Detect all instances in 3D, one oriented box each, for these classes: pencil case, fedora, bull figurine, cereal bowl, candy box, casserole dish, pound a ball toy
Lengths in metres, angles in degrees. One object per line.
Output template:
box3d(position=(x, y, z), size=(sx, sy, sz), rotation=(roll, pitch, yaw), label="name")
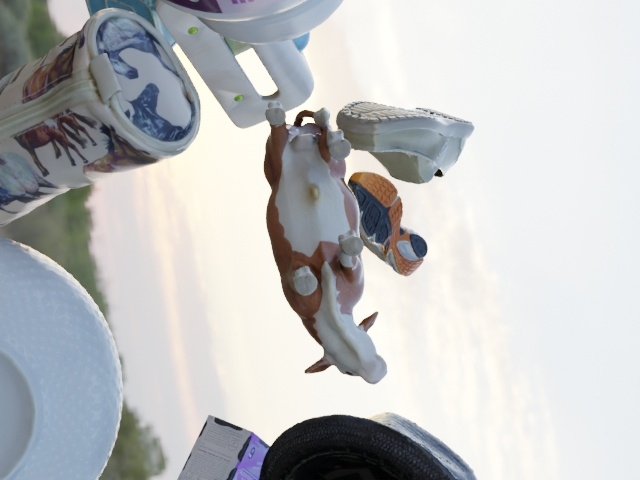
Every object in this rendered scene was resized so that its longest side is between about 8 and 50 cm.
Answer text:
box3d(position=(-0.316, -0.107, 1.444), size=(0.183, 0.410, 0.160), rotation=(-25, 95, -57), label="pencil case")
box3d(position=(0.090, 0.319, 1.564), size=(0.152, 0.334, 0.334), rotation=(-40, 130, -52), label="fedora")
box3d(position=(0.000, 0.000, 1.437), size=(0.188, 0.101, 0.310), rotation=(99, -23, -74), label="bull figurine")
box3d(position=(-0.356, 0.159, 1.322), size=(0.141, 0.339, 0.339), rotation=(-161, -119, -75), label="cereal bowl")
box3d(position=(-0.118, 0.332, 1.646), size=(0.196, 0.070, 0.165), rotation=(-65, 151, -17), label="candy box")
box3d(position=(-0.220, -0.265, 1.580), size=(0.188, 0.114, 0.037), rotation=(91, 19, -70), label="casserole dish")
box3d(position=(-0.116, -0.306, 1.582), size=(0.319, 0.136, 0.208), rotation=(57, 11, -58), label="pound a ball toy")

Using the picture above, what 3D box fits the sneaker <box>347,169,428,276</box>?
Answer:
box3d(position=(0.089, -0.036, 2.437), size=(0.121, 0.099, 0.262), rotation=(25, -23, 40), label="sneaker")

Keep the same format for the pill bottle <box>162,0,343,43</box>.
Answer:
box3d(position=(-0.057, -0.226, 0.771), size=(0.301, 0.169, 0.169), rotation=(59, 16, -72), label="pill bottle")

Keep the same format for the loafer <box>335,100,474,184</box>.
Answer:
box3d(position=(0.108, -0.118, 1.709), size=(0.102, 0.268, 0.092), rotation=(19, -78, 34), label="loafer")
